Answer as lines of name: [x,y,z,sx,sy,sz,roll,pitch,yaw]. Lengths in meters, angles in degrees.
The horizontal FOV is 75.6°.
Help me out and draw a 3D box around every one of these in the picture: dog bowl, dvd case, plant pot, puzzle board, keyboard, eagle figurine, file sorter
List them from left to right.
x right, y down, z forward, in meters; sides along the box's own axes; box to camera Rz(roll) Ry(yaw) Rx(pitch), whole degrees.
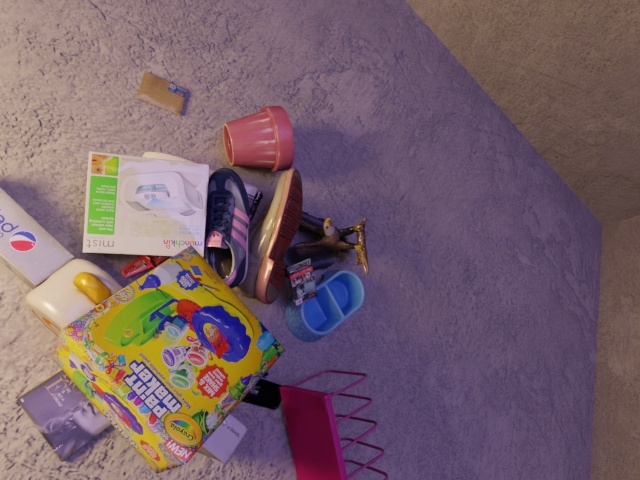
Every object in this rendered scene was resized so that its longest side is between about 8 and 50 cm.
dvd case: [-0.517,0.346,0.927,0.221,0.018,0.164,-36,95,-37]
puzzle board: [-0.471,-0.438,1.234,0.128,0.011,0.096,19,63,-29]
keyboard: [-0.186,0.394,1.136,0.192,0.038,0.100,28,84,-26]
plant pot: [-0.197,-0.305,1.274,0.180,0.201,0.201,-13,81,-21]
dvd case: [-0.053,0.122,1.206,0.087,0.013,0.119,-22,107,-37]
eagle figurine: [-0.001,-0.009,1.321,0.226,0.298,0.225,-85,173,-63]
dog bowl: [0.027,0.199,1.314,0.297,0.074,0.166,-31,93,-37]
file sorter: [0.043,0.520,1.119,0.182,0.202,0.290,-10,87,-40]

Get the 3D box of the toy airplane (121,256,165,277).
toy airplane: [-0.457,0.030,1.070,0.151,0.028,0.151,5,79,-24]

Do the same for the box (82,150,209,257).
box: [-0.414,-0.076,1.002,0.262,0.127,0.231,4,88,-20]

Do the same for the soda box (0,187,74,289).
soda box: [-0.684,-0.024,0.895,0.286,0.091,0.098,48,54,-12]

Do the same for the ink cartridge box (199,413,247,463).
ink cartridge box: [-0.282,0.418,0.946,0.148,0.203,0.086,45,54,-13]

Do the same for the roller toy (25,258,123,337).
roller toy: [-0.507,0.139,0.894,0.146,0.191,0.209,-52,145,-36]

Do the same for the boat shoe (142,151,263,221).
boat shoe: [-0.340,-0.118,1.149,0.341,0.127,0.158,19,81,-16]

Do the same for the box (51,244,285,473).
box: [-0.280,0.219,0.794,0.290,0.177,0.279,48,44,-1]

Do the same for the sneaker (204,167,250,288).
sneaker: [-0.246,-0.031,1.054,0.131,0.112,0.318,-19,103,-79]

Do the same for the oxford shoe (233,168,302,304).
oxford shoe: [-0.155,-0.027,1.179,0.140,0.147,0.396,46,57,-66]
